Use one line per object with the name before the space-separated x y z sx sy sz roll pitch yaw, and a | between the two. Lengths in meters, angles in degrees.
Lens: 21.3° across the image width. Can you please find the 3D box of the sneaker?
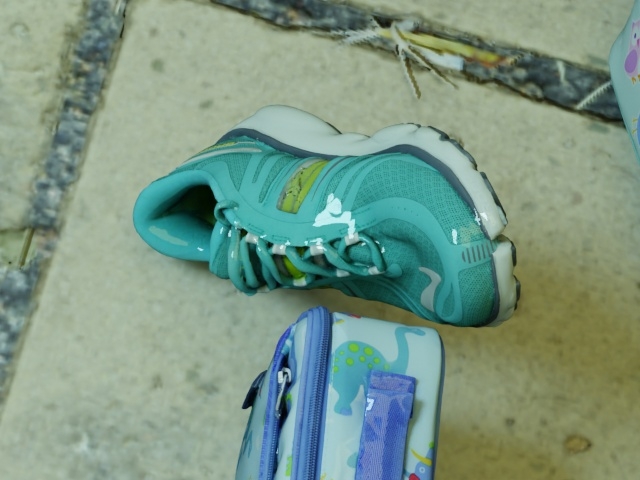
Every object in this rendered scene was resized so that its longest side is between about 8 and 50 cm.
sneaker | 0.000 0.000 0.887 0.110 0.275 0.107 -25 111 -30

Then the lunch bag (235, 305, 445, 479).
lunch bag | 0.004 0.152 0.847 0.090 0.176 0.219 10 66 -9

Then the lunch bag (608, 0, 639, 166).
lunch bag | 0.323 -0.090 1.044 0.279 0.108 0.224 -1 55 -13
